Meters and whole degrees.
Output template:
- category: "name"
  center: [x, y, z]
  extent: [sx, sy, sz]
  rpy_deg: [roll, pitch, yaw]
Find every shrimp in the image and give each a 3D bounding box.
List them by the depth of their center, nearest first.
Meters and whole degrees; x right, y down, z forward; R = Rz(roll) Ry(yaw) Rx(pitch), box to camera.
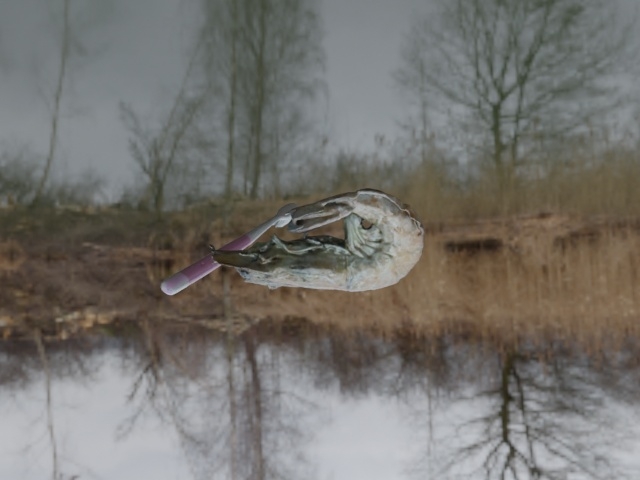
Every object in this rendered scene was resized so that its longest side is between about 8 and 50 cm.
- category: "shrimp"
  center: [0.000, 0.000, 0.925]
  extent: [0.223, 0.126, 0.047]
  rpy_deg: [-1, -144, -13]

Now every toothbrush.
- category: "toothbrush"
  center: [-0.101, 0.008, 1.083]
  extent: [0.286, 0.020, 0.025]
  rpy_deg: [-35, 161, -56]
